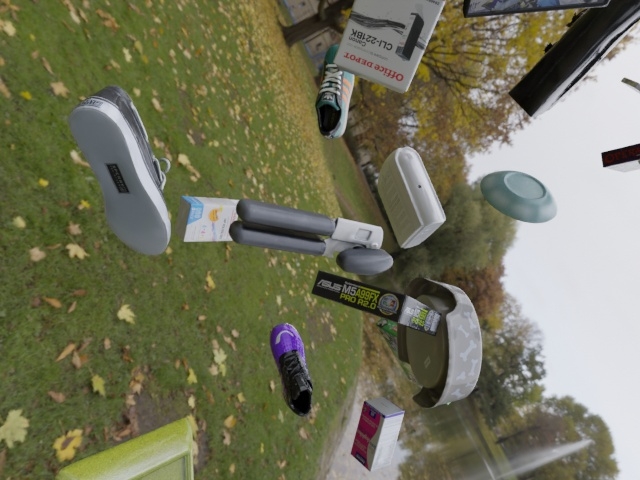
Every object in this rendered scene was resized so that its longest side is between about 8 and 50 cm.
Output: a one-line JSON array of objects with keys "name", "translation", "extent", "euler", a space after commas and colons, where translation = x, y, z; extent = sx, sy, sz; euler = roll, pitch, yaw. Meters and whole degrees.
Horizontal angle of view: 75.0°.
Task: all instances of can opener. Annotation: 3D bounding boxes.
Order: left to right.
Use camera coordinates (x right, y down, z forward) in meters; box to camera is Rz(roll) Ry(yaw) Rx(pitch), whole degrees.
[{"name": "can opener", "translation": [0.000, 0.000, 0.676], "extent": [0.284, 0.075, 0.095], "euler": [10, 23, -33]}]

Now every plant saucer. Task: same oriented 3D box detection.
[{"name": "plant saucer", "translation": [-0.238, 0.363, 0.554], "extent": [0.188, 0.045, 0.188], "euler": [-2, 89, -53]}, {"name": "plant saucer", "translation": [0.499, -0.123, 1.035], "extent": [0.037, 0.195, 0.194], "euler": [101, -24, -46]}]

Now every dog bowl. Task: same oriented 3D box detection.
[{"name": "dog bowl", "translation": [0.316, 0.274, 1.143], "extent": [0.349, 0.103, 0.347], "euler": [-178, -90, -81]}]

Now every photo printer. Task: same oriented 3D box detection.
[{"name": "photo printer", "translation": [0.299, -0.153, 1.450], "extent": [0.256, 0.107, 0.307], "euler": [108, -35, -69]}]

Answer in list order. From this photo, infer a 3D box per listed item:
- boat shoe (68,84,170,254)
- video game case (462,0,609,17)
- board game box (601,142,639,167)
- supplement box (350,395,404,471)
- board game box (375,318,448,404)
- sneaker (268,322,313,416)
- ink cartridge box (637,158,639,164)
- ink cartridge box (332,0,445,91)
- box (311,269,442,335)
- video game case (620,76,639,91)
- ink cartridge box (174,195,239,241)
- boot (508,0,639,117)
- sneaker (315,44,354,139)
[{"name": "boat shoe", "translation": [-0.324, -0.109, 0.721], "extent": [0.104, 0.113, 0.306], "euler": [-81, 167, -47]}, {"name": "video game case", "translation": [0.372, -0.481, 0.640], "extent": [0.274, 0.249, 0.035], "euler": [74, 16, -64]}, {"name": "board game box", "translation": [0.917, -0.234, 1.019], "extent": [0.208, 0.347, 0.056], "euler": [2, 81, -41]}, {"name": "supplement box", "translation": [0.208, 0.707, 1.531], "extent": [0.114, 0.219, 0.111], "euler": [7, 8, -40]}, {"name": "board game box", "translation": [0.343, 0.437, 1.521], "extent": [0.214, 0.046, 0.317], "euler": [17, -38, 60]}, {"name": "sneaker", "translation": [-0.075, 0.396, 1.257], "extent": [0.146, 0.102, 0.292], "euler": [-155, -128, -70]}, {"name": "ink cartridge box", "translation": [0.686, -0.145, 0.763], "extent": [0.179, 0.045, 0.145], "euler": [85, -7, -65]}, {"name": "ink cartridge box", "translation": [0.170, -0.521, 1.005], "extent": [0.197, 0.272, 0.114], "euler": [22, 21, 1]}, {"name": "box", "translation": [0.139, 0.148, 0.968], "extent": [0.217, 0.060, 0.270], "euler": [14, -9, 34]}, {"name": "video game case", "translation": [0.967, -0.420, 1.219], "extent": [0.157, 0.019, 0.143], "euler": [34, 33, 1]}, {"name": "ink cartridge box", "translation": [-0.284, -0.056, 1.112], "extent": [0.182, 0.104, 0.062], "euler": [-2, 26, -46]}, {"name": "boot", "translation": [0.715, -0.513, 1.011], "extent": [0.146, 0.367, 0.445], "euler": [58, -37, 25]}, {"name": "sneaker", "translation": [0.044, -0.485, 1.371], "extent": [0.121, 0.108, 0.301], "euler": [-46, 140, -67]}]
